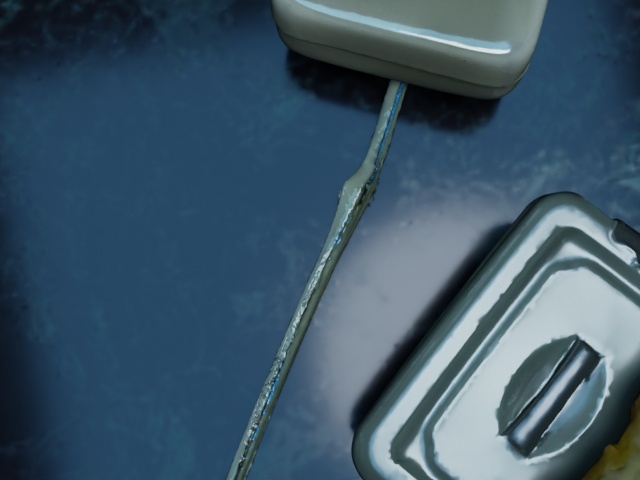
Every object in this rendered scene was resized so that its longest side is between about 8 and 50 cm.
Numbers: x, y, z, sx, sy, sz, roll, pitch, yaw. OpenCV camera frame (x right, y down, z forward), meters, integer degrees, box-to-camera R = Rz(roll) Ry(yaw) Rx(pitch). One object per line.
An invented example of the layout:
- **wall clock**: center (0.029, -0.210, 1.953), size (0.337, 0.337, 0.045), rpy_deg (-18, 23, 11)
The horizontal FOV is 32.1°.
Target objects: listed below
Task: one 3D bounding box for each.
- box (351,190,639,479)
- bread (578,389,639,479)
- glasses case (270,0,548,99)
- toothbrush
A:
- **box**: center (0.105, 0.073, 0.544), size (0.124, 0.093, 0.172), rpy_deg (39, 88, 3)
- **bread**: center (0.218, 0.209, 0.435), size (0.279, 0.207, 0.279), rpy_deg (42, 86, -25)
- **glasses case**: center (0.074, -0.234, 0.564), size (0.131, 0.070, 0.313), rpy_deg (15, 80, 3)
- **toothbrush**: center (0.005, 0.002, 0.585), size (0.028, 0.026, 0.294), rpy_deg (17, 85, 16)
